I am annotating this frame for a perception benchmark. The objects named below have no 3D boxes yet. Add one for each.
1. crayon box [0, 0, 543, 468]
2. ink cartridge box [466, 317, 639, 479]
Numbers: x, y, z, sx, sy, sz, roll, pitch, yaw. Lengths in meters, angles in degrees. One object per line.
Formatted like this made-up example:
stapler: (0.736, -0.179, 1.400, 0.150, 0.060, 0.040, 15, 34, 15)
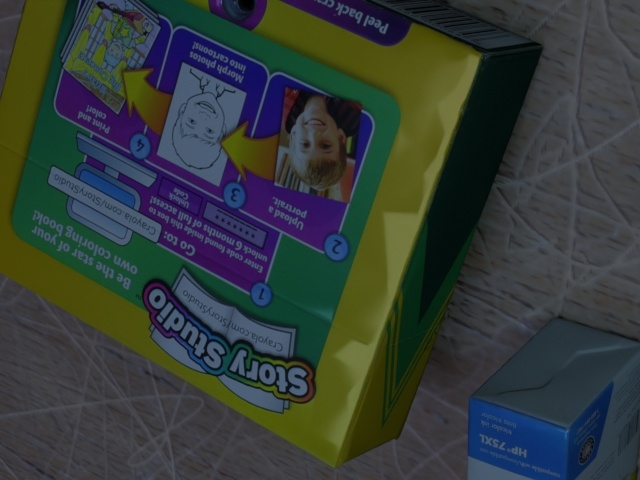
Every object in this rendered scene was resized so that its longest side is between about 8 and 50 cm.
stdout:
crayon box: (-0.064, -0.060, 1.129, 0.363, 0.106, 0.313, 28, 112, 24)
ink cartridge box: (0.165, 0.190, 1.107, 0.078, 0.134, 0.231, 16, 120, 30)
